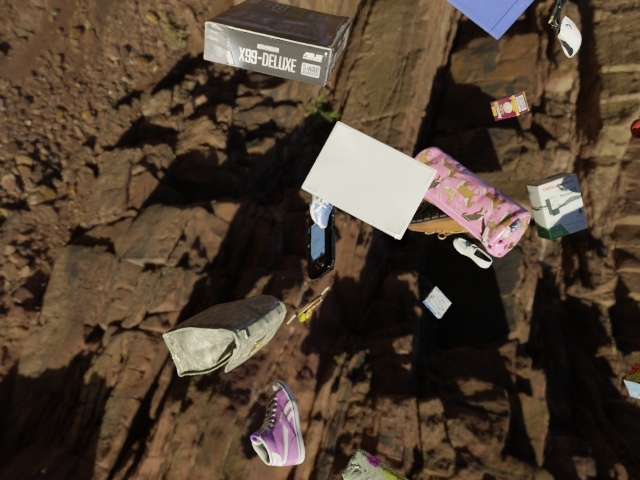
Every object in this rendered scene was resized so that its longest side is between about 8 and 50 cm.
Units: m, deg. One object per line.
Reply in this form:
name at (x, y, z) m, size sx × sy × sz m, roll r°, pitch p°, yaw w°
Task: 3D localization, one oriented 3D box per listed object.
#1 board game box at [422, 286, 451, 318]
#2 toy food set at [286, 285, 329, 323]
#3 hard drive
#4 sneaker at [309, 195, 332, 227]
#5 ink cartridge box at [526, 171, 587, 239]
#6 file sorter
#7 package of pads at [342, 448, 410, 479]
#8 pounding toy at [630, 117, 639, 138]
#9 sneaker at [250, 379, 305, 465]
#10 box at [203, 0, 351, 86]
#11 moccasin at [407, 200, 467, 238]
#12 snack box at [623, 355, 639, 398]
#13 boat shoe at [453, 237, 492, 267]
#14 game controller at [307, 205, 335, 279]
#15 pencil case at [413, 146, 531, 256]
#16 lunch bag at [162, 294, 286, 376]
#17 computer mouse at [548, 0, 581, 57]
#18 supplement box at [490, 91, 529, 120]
board game box at (0.448, 0.238, 1.959) m, size 0.090 × 0.090 × 0.020 m, roll -43°, pitch -179°, yaw -34°
toy food set at (-0.034, 0.254, 1.911) m, size 0.192 × 0.038 × 0.132 m, roll -38°, pitch 172°, yaw -25°
hard drive at (0.376, -0.664, 1.227) m, size 0.210 × 0.319 × 0.040 m, roll -47°, pitch -169°, yaw 53°
sneaker at (0.017, -0.147, 1.775) m, size 0.080 × 0.081 × 0.211 m, roll -2°, pitch 95°, yaw -56°
ink cartridge box at (0.850, -0.125, 1.831) m, size 0.087 × 0.153 × 0.208 m, roll -122°, pitch -166°, yaw -79°
file sorter at (0.129, -0.145, 1.339) m, size 0.192 × 0.278 × 0.173 m, roll -62°, pitch 172°, yaw 0°
package of pads at (0.225, 0.669, 1.283) m, size 0.101 × 0.297 × 0.229 m, roll -53°, pitch 131°, yaw -18°
pounding toy at (0.844, -0.237, 1.259) m, size 0.183 × 0.110 × 0.236 m, roll -43°, pitch 118°, yaw -64°
sneaker at (-0.155, 0.582, 1.648) m, size 0.102 × 0.161 × 0.282 m, roll -54°, pitch -139°, yaw 35°
box at (-0.076, -0.428, 1.073) m, size 0.307 × 0.243 × 0.076 m, roll -71°, pitch 175°, yaw -55°
moccasin at (0.472, -0.077, 1.890) m, size 0.147 × 0.380 × 0.139 m, roll 47°, pitch 56°, yaw -27°
snack box at (0.917, 0.330, 1.300) m, size 0.207 × 0.175 × 0.070 m, roll -41°, pitch 112°, yaw -23°
boat shoe at (0.654, 0.046, 2.185) m, size 0.066 × 0.184 × 0.063 m, roll -40°, pitch 166°, yaw -20°
game controller at (0.000, 0.000, 2.067) m, size 0.067 × 0.166 × 0.319 m, roll 24°, pitch 53°, yaw -35°
pencil case at (0.429, -0.123, 1.518) m, size 0.167 × 0.386 × 0.160 m, roll 7°, pitch 123°, yaw -56°
lunch bag at (-0.259, 0.270, 1.476) m, size 0.235 × 0.287 × 0.168 m, roll -28°, pitch 98°, yaw -55°
computer mouse at (0.724, -0.615, 1.487) m, size 0.193 × 0.042 × 0.106 m, roll 32°, pitch 73°, yaw -41°
supplement box at (0.504, -0.358, 1.359) m, size 0.083 × 0.043 × 0.054 m, roll 1°, pitch -66°, yaw 64°
